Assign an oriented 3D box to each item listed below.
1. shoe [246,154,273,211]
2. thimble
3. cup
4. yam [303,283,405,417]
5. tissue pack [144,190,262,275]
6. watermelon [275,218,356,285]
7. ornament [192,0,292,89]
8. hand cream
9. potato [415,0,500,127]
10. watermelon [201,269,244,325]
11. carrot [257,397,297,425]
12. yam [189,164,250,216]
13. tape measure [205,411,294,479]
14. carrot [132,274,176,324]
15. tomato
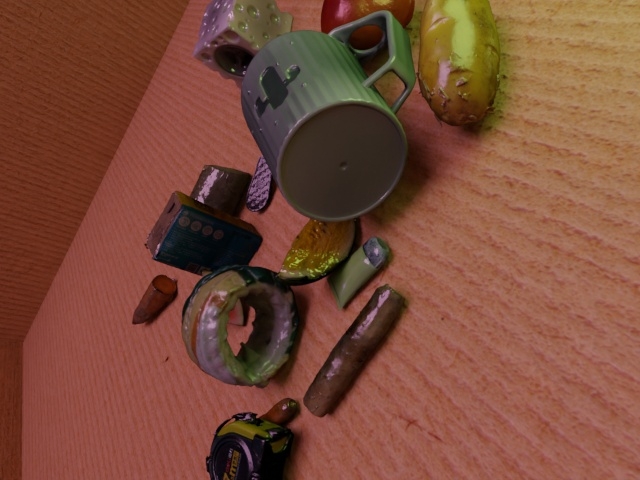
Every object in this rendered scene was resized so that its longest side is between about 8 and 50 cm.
[{"bbox_3d":[-0.176,-0.173,1.328,0.071,0.049,0.179,16,96,13],"label":"shoe"},{"bbox_3d":[-0.184,0.202,1.018,0.167,0.254,0.289,4,102,51],"label":"thimble"},{"bbox_3d":[0.010,-0.290,0.924,0.392,0.309,0.401,-112,33,-49],"label":"cup"},{"bbox_3d":[0.064,0.227,0.876,0.071,0.067,0.318,36,101,20],"label":"yam"},{"bbox_3d":[-0.341,-0.004,1.266,0.192,0.270,0.134,-56,38,10],"label":"tissue pack"},{"bbox_3d":[0.000,0.000,0.989,0.123,0.129,0.301,-22,31,49],"label":"watermelon"},{"bbox_3d":[-0.278,-0.739,1.557,0.239,0.239,0.240,-8,66,44],"label":"ornament"},{"bbox_3d":[0.082,0.066,0.951,0.175,0.045,0.095,-50,44,28],"label":"hand cream"},{"bbox_3d":[0.272,-0.363,0.843,0.140,0.172,0.301,-14,69,49],"label":"potato"},{"bbox_3d":[-0.311,0.184,1.251,0.137,0.193,0.145,-34,3,-18],"label":"watermelon"},{"bbox_3d":[-0.122,0.424,1.004,0.191,0.047,0.047,-44,46,27],"label":"carrot"},{"bbox_3d":[-0.354,-0.130,1.426,0.161,0.161,0.268,34,101,49],"label":"yam"},{"bbox_3d":[-0.155,0.478,0.941,0.186,0.112,0.199,5,80,35],"label":"tape measure"},{"bbox_3d":[-0.641,0.240,1.609,0.263,0.101,0.102,-46,45,24],"label":"carrot"},{"bbox_3d":[0.107,-0.572,1.079,0.259,0.180,0.260,-25,24,12],"label":"tomato"}]
